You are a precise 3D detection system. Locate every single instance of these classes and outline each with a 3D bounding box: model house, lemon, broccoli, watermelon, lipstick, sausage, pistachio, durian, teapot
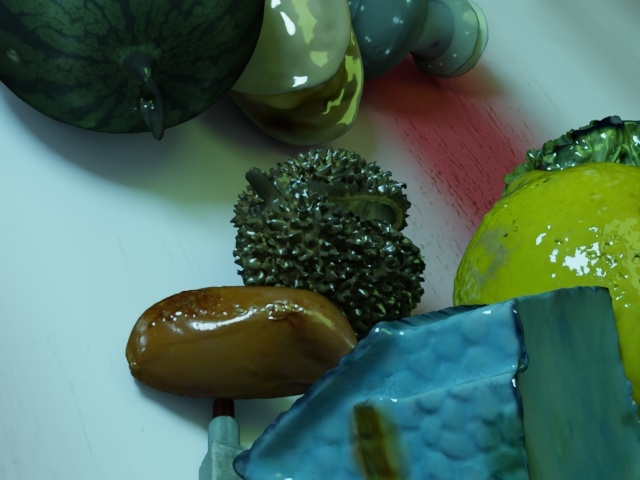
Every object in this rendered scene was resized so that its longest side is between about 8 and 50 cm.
[{"bbox_3d":[0.076,0.159,0.809,0.261,0.241,0.225,1,79,-63],"label":"model house"},{"bbox_3d":[0.242,0.069,1.014,0.258,0.258,0.310,-10,62,-45],"label":"lemon"},{"bbox_3d":[0.284,0.016,1.265,0.243,0.273,0.180,8,-8,-14],"label":"broccoli"},{"bbox_3d":[-0.188,-0.243,1.107,0.279,0.279,0.359,8,39,-29],"label":"watermelon"},{"bbox_3d":[-0.070,0.154,0.877,0.030,0.030,0.129,18,28,-16],"label":"lipstick"},{"bbox_3d":[-0.057,0.076,0.908,0.179,0.089,0.089,1,34,5],"label":"sausage"},{"bbox_3d":[-0.063,-0.237,1.297,0.188,0.187,0.299,3,47,-34],"label":"pistachio"},{"bbox_3d":[0.000,0.000,1.004,0.196,0.167,0.196,48,7,-7],"label":"durian"},{"bbox_3d":[0.089,-0.270,1.467,0.251,0.183,0.183,5,38,-49],"label":"teapot"}]
